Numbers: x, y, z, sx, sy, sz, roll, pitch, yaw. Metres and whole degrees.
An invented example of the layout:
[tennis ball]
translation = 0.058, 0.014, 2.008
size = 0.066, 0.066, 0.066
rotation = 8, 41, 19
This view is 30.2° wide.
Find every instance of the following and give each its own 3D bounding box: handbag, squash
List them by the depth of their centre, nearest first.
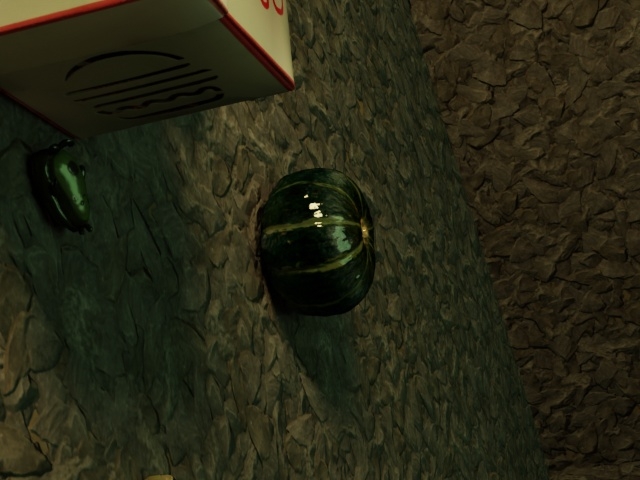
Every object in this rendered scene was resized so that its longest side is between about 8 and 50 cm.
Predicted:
[handbag]
translation = -0.295, -0.059, 1.371
size = 0.072, 0.047, 0.111
rotation = -44, 119, -66
[squash]
translation = 0.000, 0.000, 1.982
size = 0.252, 0.165, 0.252
rotation = -11, 90, -74

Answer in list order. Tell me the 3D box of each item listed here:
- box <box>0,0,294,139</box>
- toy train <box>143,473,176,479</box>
[box]
translation = -0.223, -0.322, 1.326
size = 0.300, 0.314, 0.312
rotation = 36, 46, -66
[toy train]
translation = -0.181, 0.352, 1.455
size = 0.087, 0.050, 0.138
rotation = -86, 156, -45
